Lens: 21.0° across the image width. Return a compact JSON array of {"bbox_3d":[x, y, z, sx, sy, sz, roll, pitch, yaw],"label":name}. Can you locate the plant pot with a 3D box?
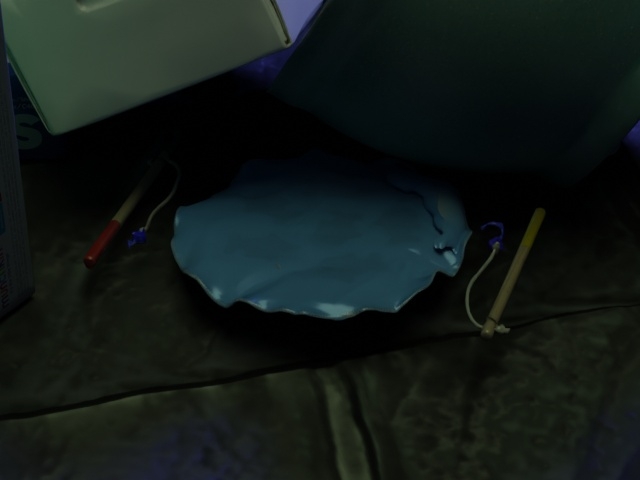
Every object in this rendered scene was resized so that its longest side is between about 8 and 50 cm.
[{"bbox_3d":[0.130,-0.157,1.091,0.196,0.293,0.293,35,46,-4],"label":"plant pot"}]

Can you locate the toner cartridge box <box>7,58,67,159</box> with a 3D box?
[{"bbox_3d":[-0.346,-0.125,1.152,0.348,0.075,0.165,-3,41,-6],"label":"toner cartridge box"}]

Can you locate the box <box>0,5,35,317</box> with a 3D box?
[{"bbox_3d":[-0.281,-0.029,0.911,0.127,0.262,0.231,29,49,27],"label":"box"}]

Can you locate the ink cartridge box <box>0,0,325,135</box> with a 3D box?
[{"bbox_3d":[-0.086,-0.171,1.104,0.172,0.100,0.237,-19,18,20],"label":"ink cartridge box"}]

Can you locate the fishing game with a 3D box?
[{"bbox_3d":[0.000,0.000,1.061,0.264,0.041,0.189,7,34,13],"label":"fishing game"}]
